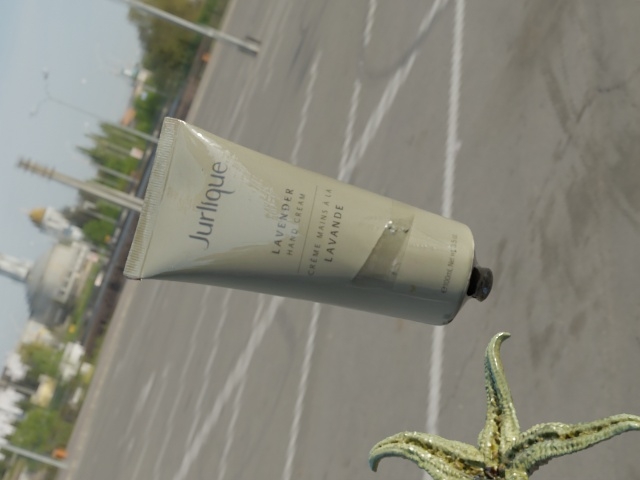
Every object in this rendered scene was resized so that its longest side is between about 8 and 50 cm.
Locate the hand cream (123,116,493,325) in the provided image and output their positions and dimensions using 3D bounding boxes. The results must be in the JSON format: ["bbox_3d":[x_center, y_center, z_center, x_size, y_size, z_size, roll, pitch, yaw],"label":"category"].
[{"bbox_3d":[0.000,0.000,0.576,0.054,0.186,0.087,136,147,-72],"label":"hand cream"}]

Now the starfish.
[{"bbox_3d":[0.128,0.158,0.784,0.216,0.050,0.223,-22,43,33],"label":"starfish"}]
